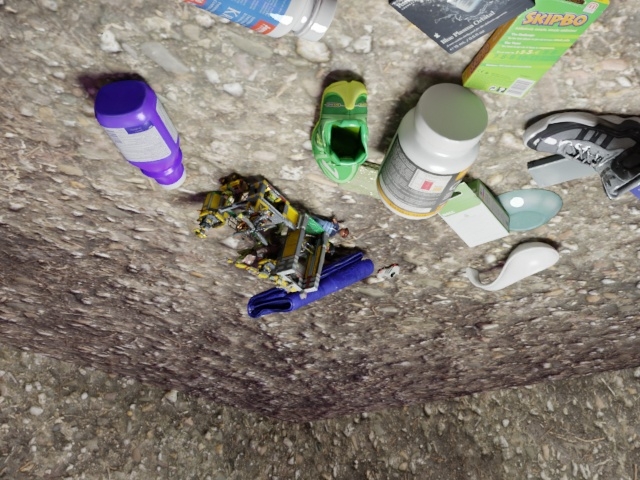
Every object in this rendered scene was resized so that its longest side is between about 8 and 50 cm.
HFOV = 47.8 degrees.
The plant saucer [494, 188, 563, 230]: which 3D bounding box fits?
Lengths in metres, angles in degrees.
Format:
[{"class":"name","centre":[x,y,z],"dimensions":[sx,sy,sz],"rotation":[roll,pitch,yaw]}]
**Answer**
[{"class":"plant saucer","centre":[0.495,-0.063,1.770],"dimensions":[0.195,0.037,0.195],"rotation":[0,155,0]}]

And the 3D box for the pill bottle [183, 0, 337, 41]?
[{"class":"pill bottle","centre":[-0.090,-0.370,1.049],"dimensions":[0.221,0.124,0.124],"rotation":[15,150,-27]}]

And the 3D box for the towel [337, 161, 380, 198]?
[{"class":"towel","centre":[0.123,-0.133,1.639],"dimensions":[0.148,0.027,0.110],"rotation":[15,149,-27]}]

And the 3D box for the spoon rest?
[{"class":"spoon rest","centre":[0.529,0.076,1.999],"dimensions":[0.137,0.084,0.276],"rotation":[20,148,-35]}]

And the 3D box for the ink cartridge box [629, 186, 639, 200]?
[{"class":"ink cartridge box","centre":[0.918,-0.101,1.659],"dimensions":[0.307,0.072,0.304],"rotation":[19,148,-38]}]

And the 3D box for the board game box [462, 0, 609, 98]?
[{"class":"board game box","centre":[0.355,-0.336,1.219],"dimensions":[0.124,0.039,0.259],"rotation":[8,155,-17]}]

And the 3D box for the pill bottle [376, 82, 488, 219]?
[{"class":"pill bottle","centre":[0.216,-0.170,1.415],"dimensions":[0.162,0.162,0.278],"rotation":[5,154,-9]}]

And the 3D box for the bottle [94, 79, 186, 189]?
[{"class":"bottle","centre":[-0.341,-0.199,1.432],"dimensions":[0.118,0.092,0.283],"rotation":[-4,154,9]}]

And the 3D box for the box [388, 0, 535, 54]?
[{"class":"box","centre":[0.205,-0.380,1.067],"dimensions":[0.158,0.093,0.156],"rotation":[25,145,-38]}]

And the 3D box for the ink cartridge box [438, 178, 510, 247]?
[{"class":"ink cartridge box","centre":[0.345,-0.077,1.691],"dimensions":[0.109,0.062,0.209],"rotation":[-21,133,36]}]

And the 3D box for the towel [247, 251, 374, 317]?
[{"class":"towel","centre":[-0.030,0.116,1.941],"dimensions":[0.308,0.076,0.228],"rotation":[-21,-177,-38]}]

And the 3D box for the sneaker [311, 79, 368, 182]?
[{"class":"sneaker","centre":[0.036,-0.188,1.419],"dimensions":[0.109,0.123,0.295],"rotation":[0,154,0]}]

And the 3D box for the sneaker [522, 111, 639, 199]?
[{"class":"sneaker","centre":[0.541,-0.166,1.429],"dimensions":[0.269,0.153,0.101],"rotation":[1,153,-2]}]

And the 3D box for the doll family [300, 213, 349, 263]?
[{"class":"doll family","centre":[0.000,0.000,1.852],"dimensions":[0.111,0.076,0.193],"rotation":[24,155,-4]}]

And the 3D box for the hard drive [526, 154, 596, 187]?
[{"class":"hard drive","centre":[0.534,-0.160,1.588],"dimensions":[0.135,0.022,0.094],"rotation":[-16,150,28]}]

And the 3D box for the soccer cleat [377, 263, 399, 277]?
[{"class":"soccer cleat","centre":[0.196,0.095,2.089],"dimensions":[0.029,0.035,0.083],"rotation":[21,147,-36]}]

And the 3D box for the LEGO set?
[{"class":"LEGO set","centre":[-0.142,0.021,1.695],"dimensions":[0.255,0.192,0.331],"rotation":[-9,141,30]}]
